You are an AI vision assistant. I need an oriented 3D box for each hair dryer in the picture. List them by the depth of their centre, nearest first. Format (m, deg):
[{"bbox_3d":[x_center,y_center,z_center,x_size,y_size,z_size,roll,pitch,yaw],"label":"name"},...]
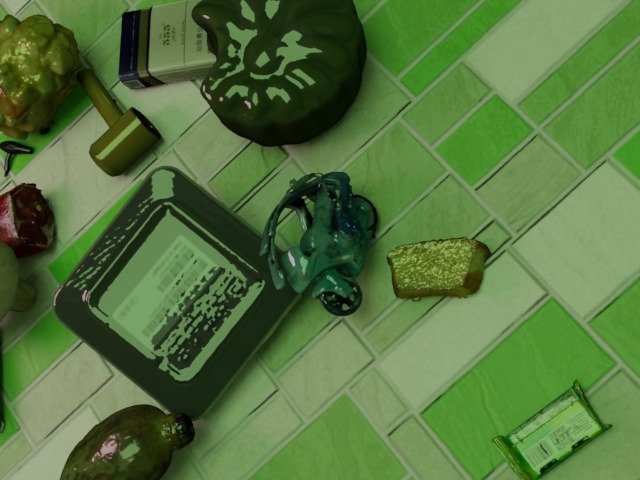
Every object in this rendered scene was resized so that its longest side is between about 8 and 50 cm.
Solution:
[{"bbox_3d":[-0.462,-0.268,1.956,0.135,0.090,0.278,-42,59,7],"label":"hair dryer"},{"bbox_3d":[-0.689,-0.181,2.043,0.079,0.031,0.083,13,94,14],"label":"hair dryer"}]

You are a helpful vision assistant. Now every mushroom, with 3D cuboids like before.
[{"bbox_3d":[-0.692,0.104,1.847,0.207,0.209,0.206,-2,54,3],"label":"mushroom"}]

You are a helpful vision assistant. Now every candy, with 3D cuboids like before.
[{"bbox_3d":[0.383,0.321,1.501,0.178,0.032,0.102,-39,62,8],"label":"candy"}]

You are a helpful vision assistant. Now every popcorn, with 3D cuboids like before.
[{"bbox_3d":[-0.647,-0.352,1.965,0.286,0.215,0.252,-51,20,28],"label":"popcorn"}]

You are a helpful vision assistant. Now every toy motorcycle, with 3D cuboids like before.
[{"bbox_3d":[0.000,0.000,1.642,0.206,0.154,0.260,24,56,-13],"label":"toy motorcycle"}]

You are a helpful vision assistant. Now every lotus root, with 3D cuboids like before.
[{"bbox_3d":[-0.362,0.399,1.672,0.309,0.173,0.173,-40,65,20],"label":"lotus root"}]

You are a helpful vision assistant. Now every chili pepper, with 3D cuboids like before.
[{"bbox_3d":[-0.697,-0.011,1.960,0.253,0.136,0.144,-23,113,24],"label":"chili pepper"}]

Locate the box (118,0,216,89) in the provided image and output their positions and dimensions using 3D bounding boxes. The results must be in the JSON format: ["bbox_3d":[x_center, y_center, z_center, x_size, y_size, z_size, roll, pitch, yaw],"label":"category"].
[{"bbox_3d":[-0.304,-0.423,1.939,0.259,0.071,0.168,-5,74,19],"label":"box"}]

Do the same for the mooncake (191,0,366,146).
[{"bbox_3d":[-0.077,-0.362,1.745,0.352,0.187,0.351,-1,75,5],"label":"mooncake"}]

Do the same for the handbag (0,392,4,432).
[{"bbox_3d":[-0.796,0.307,1.912,0.260,0.079,0.247,-16,70,16],"label":"handbag"}]

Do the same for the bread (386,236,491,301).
[{"bbox_3d":[0.209,0.050,1.627,0.188,0.065,0.103,-2,69,18],"label":"bread"}]

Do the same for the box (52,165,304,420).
[{"bbox_3d":[-0.262,0.099,1.708,0.373,0.090,0.367,38,91,4],"label":"box"}]
